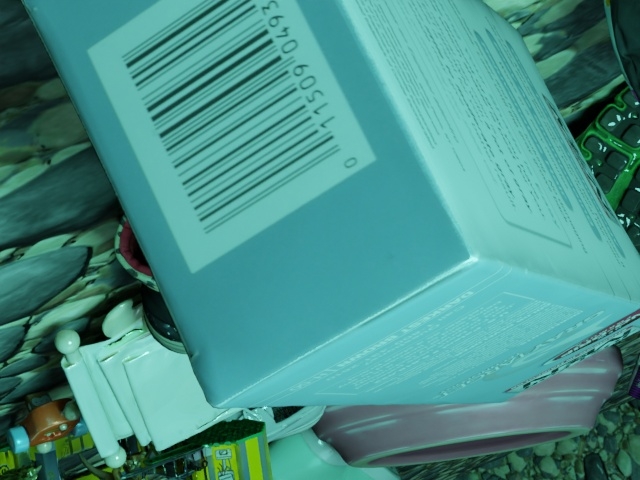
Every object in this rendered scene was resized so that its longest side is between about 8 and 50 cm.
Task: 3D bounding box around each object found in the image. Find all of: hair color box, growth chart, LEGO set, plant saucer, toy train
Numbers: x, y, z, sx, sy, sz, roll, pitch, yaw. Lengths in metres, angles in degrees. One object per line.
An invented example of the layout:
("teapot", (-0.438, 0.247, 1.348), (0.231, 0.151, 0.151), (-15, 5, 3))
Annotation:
("hair color box", (0.036, -0.030, 0.714), (0.114, 0.185, 0.374), (-31, 165, 17))
("growth chart", (-0.064, 0.070, 1.102), (0.237, 0.021, 0.172), (-23, 139, -21))
("LEGO set", (-0.183, 0.253, 1.184), (0.255, 0.192, 0.331), (0, -168, 40))
("plant saucer", (0.145, 0.172, 1.632), (0.332, 0.084, 0.332), (-7, 168, -2))
("toy train", (-0.144, 0.102, 1.161), (0.166, 0.046, 0.125), (-15, 164, -26))

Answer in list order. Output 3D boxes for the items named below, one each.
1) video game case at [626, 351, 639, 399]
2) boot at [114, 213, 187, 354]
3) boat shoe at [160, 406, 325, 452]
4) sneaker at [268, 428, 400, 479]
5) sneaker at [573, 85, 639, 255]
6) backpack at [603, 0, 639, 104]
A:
("video game case", (0.363, 0.051, 1.592), (0.232, 0.042, 0.210), (59, 53, -75))
("boot", (-0.001, 0.002, 0.936), (0.236, 0.085, 0.178), (-14, 164, 0))
("boat shoe", (-0.063, 0.164, 1.479), (0.184, 0.066, 0.063), (-12, 146, -36))
("sneaker", (-0.012, 0.263, 1.831), (0.151, 0.094, 0.256), (-35, 154, 13))
("sneaker", (0.212, -0.036, 1.174), (0.343, 0.134, 0.146), (-35, -172, 19))
("backpack", (0.225, -0.111, 0.880), (0.115, 0.152, 0.182), (-15, 175, 26))
